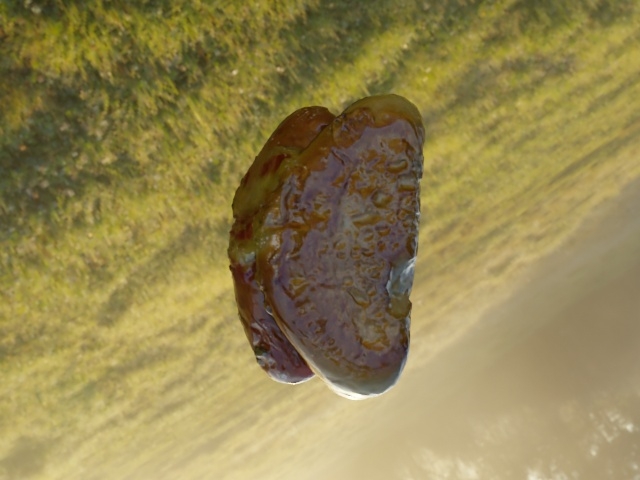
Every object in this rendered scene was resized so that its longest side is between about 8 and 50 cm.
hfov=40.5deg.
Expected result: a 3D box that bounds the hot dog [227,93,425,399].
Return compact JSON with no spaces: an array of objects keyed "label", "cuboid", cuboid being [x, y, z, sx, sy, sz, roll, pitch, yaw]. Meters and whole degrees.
[{"label":"hot dog","cuboid":[0.000,0.000,0.726,0.153,0.257,0.150,6,172,-4]}]
